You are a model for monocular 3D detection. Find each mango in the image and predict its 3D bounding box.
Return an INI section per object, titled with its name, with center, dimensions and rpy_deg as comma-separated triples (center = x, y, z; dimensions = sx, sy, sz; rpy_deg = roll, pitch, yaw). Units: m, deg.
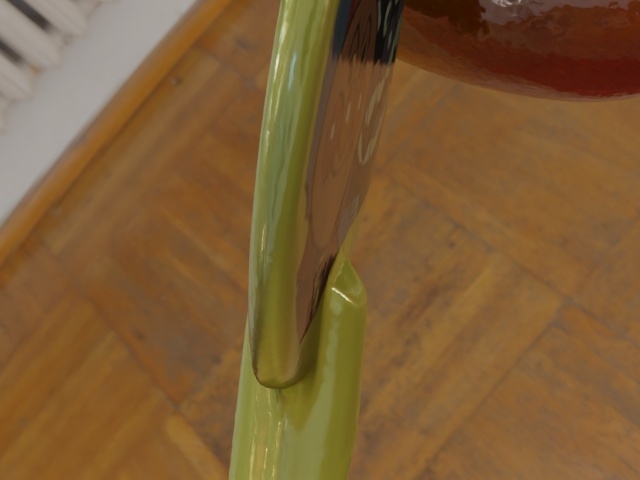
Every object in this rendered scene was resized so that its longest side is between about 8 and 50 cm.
[mango]
center = 0.067, -0.152, 0.685
dimensions = 0.289, 0.146, 0.129
rpy_deg = 17, 52, 10

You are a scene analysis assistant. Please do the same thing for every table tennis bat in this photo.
[table tennis bat]
center = 0.000, 0.000, 0.570
dimensions = 0.054, 0.368, 0.224
rpy_deg = 11, 28, 7
